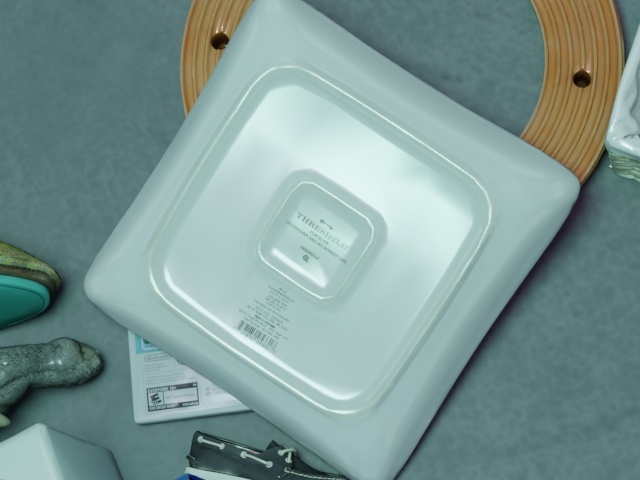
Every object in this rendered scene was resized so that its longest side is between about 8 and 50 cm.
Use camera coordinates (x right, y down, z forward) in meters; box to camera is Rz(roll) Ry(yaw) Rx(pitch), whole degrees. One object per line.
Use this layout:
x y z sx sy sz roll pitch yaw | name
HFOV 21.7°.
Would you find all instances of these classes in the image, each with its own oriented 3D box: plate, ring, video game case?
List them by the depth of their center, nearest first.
0.000 0.000 1.200 0.277 0.045 0.278 33 98 6 | plate
-0.069 0.060 1.265 0.157 0.019 0.143 -8 75 8 | video game case
0.061 -0.134 1.272 0.336 0.032 0.336 -1 75 5 | ring

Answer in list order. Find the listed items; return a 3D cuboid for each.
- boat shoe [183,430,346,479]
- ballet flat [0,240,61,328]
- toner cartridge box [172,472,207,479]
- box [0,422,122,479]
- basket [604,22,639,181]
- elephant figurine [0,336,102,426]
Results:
-0.039 0.165 1.223 0.125 0.046 0.038 6 83 19 | boat shoe
-0.374 0.031 1.278 0.348 0.123 0.123 -15 75 6 | ballet flat
-0.034 0.334 1.120 0.075 0.165 0.348 -27 74 3 | toner cartridge box
-0.281 0.305 1.165 0.345 0.168 0.215 -26 74 3 | box
0.281 -0.117 1.204 0.113 0.103 0.167 18 81 13 | basket
-0.313 0.141 1.231 0.186 0.239 0.169 12 95 38 | elephant figurine
